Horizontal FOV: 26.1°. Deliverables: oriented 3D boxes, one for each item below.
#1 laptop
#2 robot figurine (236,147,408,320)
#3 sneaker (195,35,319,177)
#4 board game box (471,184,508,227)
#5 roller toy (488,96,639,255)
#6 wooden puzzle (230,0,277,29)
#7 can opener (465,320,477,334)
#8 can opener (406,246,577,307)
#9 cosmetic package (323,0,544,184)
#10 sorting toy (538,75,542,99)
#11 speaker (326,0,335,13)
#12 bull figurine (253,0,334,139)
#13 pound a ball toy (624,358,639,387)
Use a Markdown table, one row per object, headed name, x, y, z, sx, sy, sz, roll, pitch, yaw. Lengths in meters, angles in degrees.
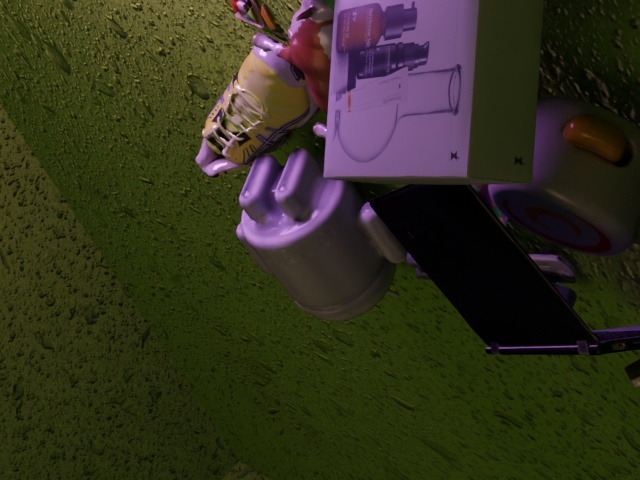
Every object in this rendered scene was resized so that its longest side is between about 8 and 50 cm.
| name | x | y | z | sx | sy | sz | roll | pitch | yaw |
| --- | --- | --- | --- | --- | --- | --- | --- | --- | --- |
| laptop | 0.315 | 0.026 | 1.775 | 0.382 | 0.408 | 0.236 | 163 | 101 | -76 |
| robot figurine | 0.000 | 0.000 | 2.347 | 0.300 | 0.199 | 0.353 | -4 | 139 | 35 |
| sneaker | -0.109 | -0.200 | 2.277 | 0.145 | 0.147 | 0.384 | 44 | 158 | 6 |
| board game box | 0.210 | -0.026 | 2.054 | 0.133 | 0.033 | 0.168 | 25 | 118 | 34 |
| roller toy | 0.314 | -0.085 | 1.698 | 0.191 | 0.146 | 0.209 | 13 | 163 | 46 |
| wooden puzzle | -0.120 | -0.368 | 2.170 | 0.116 | 0.014 | 0.078 | 26 | 152 | 41 |
| can opener | 0.220 | 0.054 | 2.218 | 0.283 | 0.095 | 0.076 | 41 | 158 | 8 |
| can opener | 0.256 | 0.047 | 2.097 | 0.280 | 0.093 | 0.074 | 7 | 151 | 36 |
| cosmetic package | 0.123 | -0.250 | 1.525 | 0.284 | 0.097 | 0.377 | 3 | 90 | 57 |
| sorting toy | 0.182 | -0.183 | 1.789 | 0.193 | 0.038 | 0.208 | 15 | 165 | 7 |
| speaker | 0.025 | -0.393 | 1.712 | 0.131 | 0.131 | 0.296 | 15 | 144 | 52 |
| bull figurine | 0.013 | -0.254 | 2.026 | 0.188 | 0.101 | 0.310 | 20 | 146 | 54 |
| pound a ball toy | 0.489 | 0.227 | 1.728 | 0.208 | 0.136 | 0.319 | 64 | -171 | 7 |
